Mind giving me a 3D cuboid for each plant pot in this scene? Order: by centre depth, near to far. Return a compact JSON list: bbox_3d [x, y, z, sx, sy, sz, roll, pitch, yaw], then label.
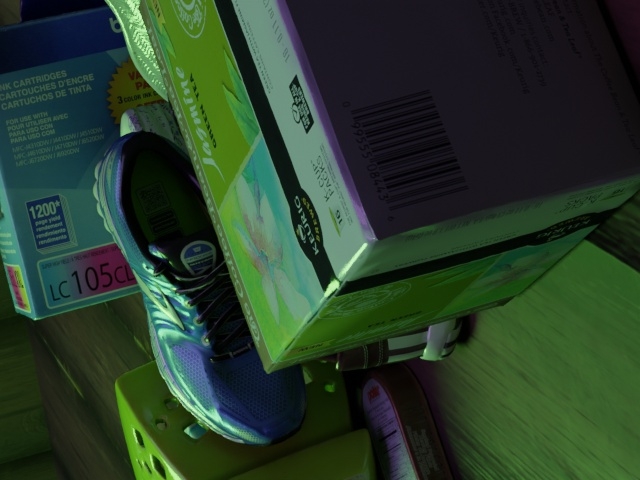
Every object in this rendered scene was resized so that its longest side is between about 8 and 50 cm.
[{"bbox_3d":[-0.058,0.239,1.801,0.207,0.228,0.227,-122,17,-45],"label":"plant pot"}]

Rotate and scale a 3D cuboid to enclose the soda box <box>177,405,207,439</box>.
[{"bbox_3d":[-0.123,0.302,2.330,0.071,0.067,0.210,99,150,-51],"label":"soda box"}]

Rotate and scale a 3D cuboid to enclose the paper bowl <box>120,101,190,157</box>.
[{"bbox_3d":[-0.114,-0.013,1.903,0.284,0.148,0.284,168,90,-77],"label":"paper bowl"}]

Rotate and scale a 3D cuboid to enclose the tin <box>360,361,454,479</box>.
[{"bbox_3d":[0.086,0.209,1.700,0.190,0.040,0.106,71,157,11],"label":"tin"}]

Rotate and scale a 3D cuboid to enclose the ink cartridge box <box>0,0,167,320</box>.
[{"bbox_3d":[-0.270,-0.131,2.099,0.151,0.270,0.396,178,77,-69],"label":"ink cartridge box"}]

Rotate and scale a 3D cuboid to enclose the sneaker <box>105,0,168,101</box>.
[{"bbox_3d":[-0.165,-0.289,1.965,0.169,0.108,0.292,-75,-34,-43],"label":"sneaker"}]

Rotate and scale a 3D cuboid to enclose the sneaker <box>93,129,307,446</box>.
[{"bbox_3d":[-0.116,0.044,1.671,0.330,0.129,0.147,60,170,4],"label":"sneaker"}]

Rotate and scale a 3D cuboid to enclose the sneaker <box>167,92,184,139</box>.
[{"bbox_3d":[-0.057,-0.093,1.727,0.262,0.121,0.099,63,167,-3],"label":"sneaker"}]

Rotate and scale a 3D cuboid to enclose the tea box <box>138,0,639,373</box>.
[{"bbox_3d":[0.037,-0.119,1.292,0.323,0.220,0.329,123,129,-67],"label":"tea box"}]

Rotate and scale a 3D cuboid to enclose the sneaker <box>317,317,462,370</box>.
[{"bbox_3d":[0.000,0.000,1.581,0.106,0.162,0.281,97,151,-49],"label":"sneaker"}]
